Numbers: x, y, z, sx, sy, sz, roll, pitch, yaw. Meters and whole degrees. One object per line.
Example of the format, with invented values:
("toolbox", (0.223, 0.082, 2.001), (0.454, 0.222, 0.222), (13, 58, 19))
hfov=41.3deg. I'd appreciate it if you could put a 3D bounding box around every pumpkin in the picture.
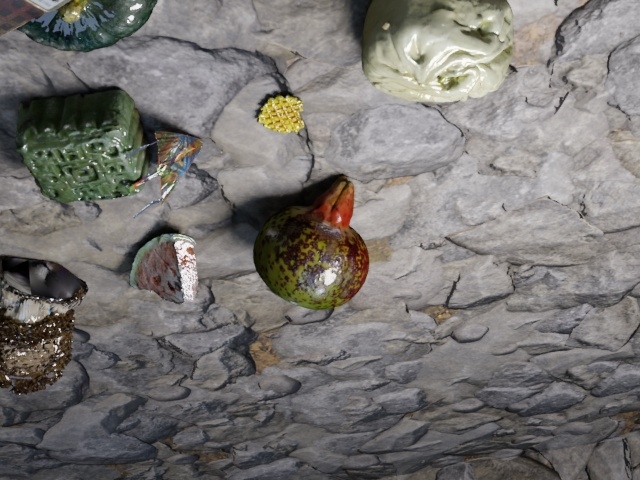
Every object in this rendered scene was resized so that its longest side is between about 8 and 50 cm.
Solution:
("pumpkin", (-0.296, -0.322, 1.020), (0.211, 0.152, 0.212), (-12, 136, -12))

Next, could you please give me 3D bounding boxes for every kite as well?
("kite", (-0.245, -0.118, 1.362), (0.160, 0.010, 0.183), (-37, 156, -28))

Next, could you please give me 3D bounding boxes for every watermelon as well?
("watermelon", (-0.280, 0.063, 1.616), (0.071, 0.139, 0.187), (-20, 163, -49))

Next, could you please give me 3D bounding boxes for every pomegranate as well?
("pomegranate", (0.000, 0.000, 1.524), (0.214, 0.214, 0.248), (21, 103, -34))

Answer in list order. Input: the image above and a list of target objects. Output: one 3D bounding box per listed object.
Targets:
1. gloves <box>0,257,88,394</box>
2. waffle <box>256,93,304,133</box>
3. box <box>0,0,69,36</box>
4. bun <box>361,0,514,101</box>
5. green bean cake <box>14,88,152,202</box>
("gloves", (-0.577, 0.173, 1.698), (0.210, 0.135, 0.312), (0, 129, -45))
("waffle", (-0.059, -0.202, 1.354), (0.078, 0.016, 0.085), (3, 144, -14))
("box", (-0.411, -0.262, 0.895), (0.324, 0.047, 0.180), (-20, 161, 21))
("bun", (0.167, -0.267, 1.192), (0.229, 0.145, 0.229), (-7, 145, -5))
("green bean cake", (-0.366, -0.139, 1.325), (0.181, 0.094, 0.173), (-5, 146, -1))
